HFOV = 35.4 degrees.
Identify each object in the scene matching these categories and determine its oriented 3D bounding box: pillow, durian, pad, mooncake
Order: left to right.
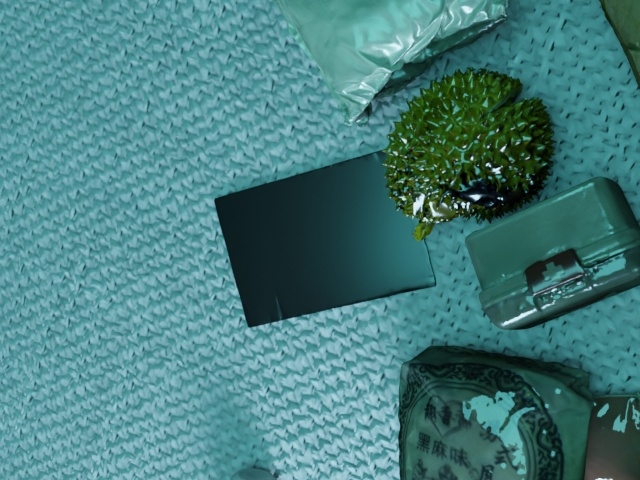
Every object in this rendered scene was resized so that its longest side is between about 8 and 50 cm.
[{"bbox_3d":[0.000,0.000,1.417,0.300,0.005,0.202,-15,90,24],"label":"pad"},{"bbox_3d":[0.074,-0.332,1.264,0.283,0.138,0.310,-36,71,26],"label":"pillow"},{"bbox_3d":[0.183,-0.087,1.230,0.194,0.138,0.237,14,112,-22],"label":"durian"},{"bbox_3d":[0.210,0.269,1.269,0.254,0.136,0.250,8,101,33],"label":"mooncake"},{"bbox_3d":[0.408,0.247,1.249,0.233,0.043,0.126,-11,92,25],"label":"pillow"}]

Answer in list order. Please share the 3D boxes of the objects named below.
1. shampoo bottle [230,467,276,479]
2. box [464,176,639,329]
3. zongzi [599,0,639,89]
[{"bbox_3d":[-0.105,0.435,1.474,0.074,0.074,0.192,10,102,22],"label":"shampoo bottle"},{"bbox_3d":[0.293,0.019,1.221,0.210,0.148,0.129,-26,74,24],"label":"box"},{"bbox_3d":[0.355,-0.274,1.151,0.356,0.174,0.392,29,113,22],"label":"zongzi"}]
